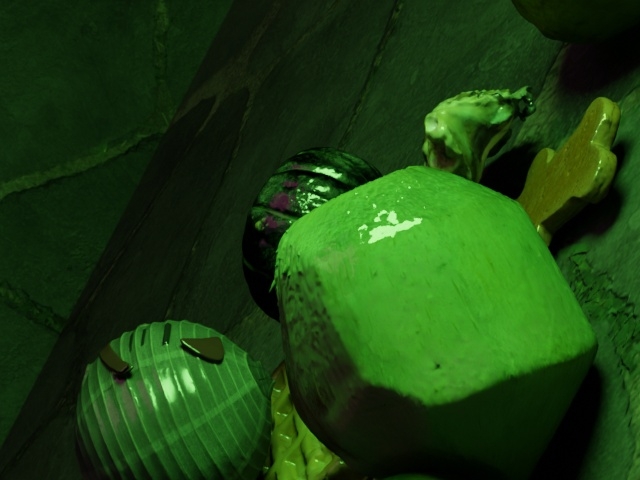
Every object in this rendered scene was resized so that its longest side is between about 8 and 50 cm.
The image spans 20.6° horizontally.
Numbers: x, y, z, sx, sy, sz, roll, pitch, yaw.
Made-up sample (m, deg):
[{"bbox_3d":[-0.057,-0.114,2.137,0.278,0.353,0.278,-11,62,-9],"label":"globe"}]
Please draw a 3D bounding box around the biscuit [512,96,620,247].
[{"bbox_3d":[0.249,-0.042,1.896,0.250,0.036,0.165,-50,18,44],"label":"biscuit"}]

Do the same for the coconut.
[{"bbox_3d":[0.105,0.099,1.631,0.281,0.328,0.328,-24,16,-6],"label":"coconut"}]

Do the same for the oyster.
[{"bbox_3d":[0.156,-0.075,2.019,0.351,0.114,0.238,72,-140,-76],"label":"oyster"}]

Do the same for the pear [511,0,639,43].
[{"bbox_3d":[0.311,-0.366,1.945,0.375,0.287,0.287,110,177,-46],"label":"pear"}]

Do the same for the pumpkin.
[{"bbox_3d":[0.000,0.000,2.106,0.220,0.161,0.221,-45,-33,-41],"label":"pumpkin"}]

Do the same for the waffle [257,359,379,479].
[{"bbox_3d":[-0.022,0.262,2.007,0.224,0.098,0.328,-53,19,15],"label":"waffle"}]

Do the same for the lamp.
[{"bbox_3d":[-0.159,0.201,1.963,0.233,0.233,0.265,-56,4,3],"label":"lamp"}]

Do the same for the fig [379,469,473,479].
[{"bbox_3d":[0.111,0.285,1.512,0.244,0.195,0.195,-17,24,3],"label":"fig"}]
